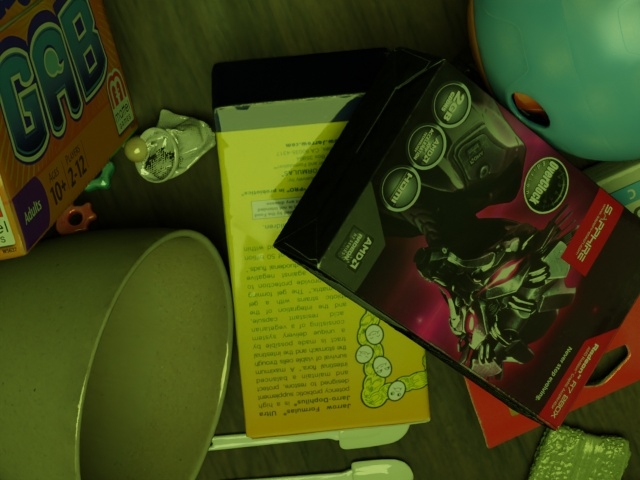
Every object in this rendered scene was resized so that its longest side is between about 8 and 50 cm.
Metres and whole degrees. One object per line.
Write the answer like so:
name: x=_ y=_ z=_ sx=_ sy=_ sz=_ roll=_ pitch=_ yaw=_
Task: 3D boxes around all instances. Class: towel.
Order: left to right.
towel: x=0.287 y=0.283 z=2.067 sx=0.110 sy=0.027 sz=0.148 roll=13 pitch=108 yaw=-7

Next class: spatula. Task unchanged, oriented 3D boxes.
spatula: x=-0.010 y=0.278 z=2.051 sx=0.242 sy=0.019 sz=0.168 roll=-6 pitch=110 yaw=-2

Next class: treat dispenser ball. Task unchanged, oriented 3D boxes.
treat dispenser ball: x=0.287 y=-0.222 z=1.760 sx=0.288 sy=0.288 sz=0.288 roll=-1 pitch=109 yaw=-3

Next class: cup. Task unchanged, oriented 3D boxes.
cup: x=-0.266 y=0.130 z=1.858 sx=0.237 sy=0.331 sz=0.331 roll=11 pitch=110 yaw=22

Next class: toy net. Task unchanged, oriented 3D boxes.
toy net: x=-0.224 y=-0.076 z=1.875 sx=0.232 sy=0.045 sz=0.122 roll=-12 pitch=70 yaw=6

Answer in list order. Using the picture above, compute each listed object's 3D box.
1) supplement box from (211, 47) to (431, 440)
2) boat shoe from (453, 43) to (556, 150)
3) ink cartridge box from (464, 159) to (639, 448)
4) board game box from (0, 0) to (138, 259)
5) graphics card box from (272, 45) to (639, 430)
supplement box: x=0.000 y=0.000 z=1.866 sx=0.195 sy=0.194 sz=0.357 roll=-5 pitch=109 yaw=-2
boat shoe: x=0.201 y=-0.148 z=1.906 sx=0.049 sy=0.056 sz=0.152 roll=-40 pitch=97 yaw=15
ink cartridge box: x=0.280 y=0.067 z=1.946 sx=0.296 sy=0.066 sz=0.261 roll=-24 pitch=108 yaw=-7
board game box: x=-0.424 y=-0.182 z=1.654 sx=0.356 sy=0.356 sz=0.356 roll=-10 pitch=109 yaw=15
graphics card box: x=0.156 y=0.004 z=1.756 sx=0.371 sy=0.094 sz=0.233 roll=36 pitch=85 yaw=-33
